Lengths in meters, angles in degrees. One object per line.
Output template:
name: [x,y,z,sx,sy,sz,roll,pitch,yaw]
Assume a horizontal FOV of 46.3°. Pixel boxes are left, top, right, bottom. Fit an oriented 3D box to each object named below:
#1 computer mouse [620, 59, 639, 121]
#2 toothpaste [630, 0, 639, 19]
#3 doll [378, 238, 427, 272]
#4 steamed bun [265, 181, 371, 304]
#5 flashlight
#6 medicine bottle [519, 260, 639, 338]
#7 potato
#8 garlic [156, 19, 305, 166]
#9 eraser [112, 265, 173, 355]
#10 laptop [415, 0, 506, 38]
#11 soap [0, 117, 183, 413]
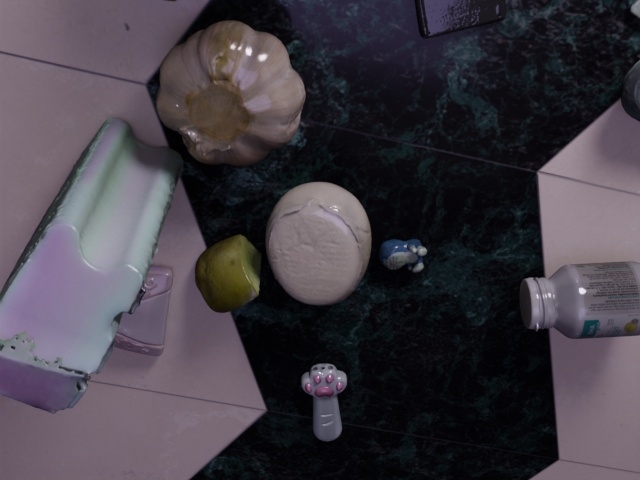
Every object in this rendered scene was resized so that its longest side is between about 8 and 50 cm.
computer mouse: [0.556,-0.226,1.174,0.229,0.068,0.113,14,110,-22]
toothpaste: [0.554,-0.417,1.066,0.067,0.037,0.255,24,123,-22]
doll: [0.146,0.027,1.344,0.083,0.050,0.076,-4,141,0]
steamed bun: [0.000,0.000,1.275,0.177,0.130,0.228,3,125,9]
flashlight: [0.010,0.340,1.547,0.093,0.047,0.200,-3,122,1]
medicine bottle: [0.476,0.109,1.348,0.215,0.135,0.135,-3,123,1]
potato: [-0.180,0.073,1.327,0.149,0.120,0.081,-37,117,20]
garlic: [-0.129,-0.220,1.119,0.228,0.152,0.228,2,131,2]
eraser: [-0.406,0.130,1.397,0.243,0.059,0.204,7,123,-10]
laptop: [0.198,-0.400,1.086,0.135,0.016,0.197,-12,123,5]
soap: [-0.353,0.031,1.105,0.156,0.446,0.261,32,118,-20]
